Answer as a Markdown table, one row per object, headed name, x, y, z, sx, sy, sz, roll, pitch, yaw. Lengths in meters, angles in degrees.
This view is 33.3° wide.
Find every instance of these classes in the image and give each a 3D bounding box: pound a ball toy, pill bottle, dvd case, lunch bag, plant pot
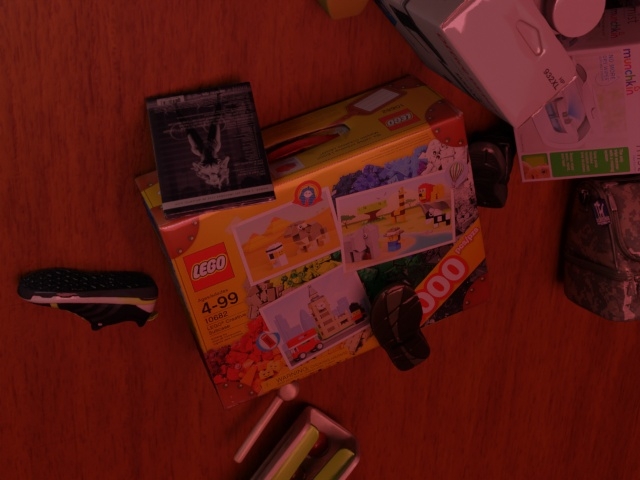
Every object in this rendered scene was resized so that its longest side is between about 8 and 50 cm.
| name | x | y | z | sx | sy | sz | roll | pitch | yaw |
| --- | --- | --- | --- | --- | --- | --- | --- | --- | --- |
| pound a ball toy | -0.073 | 0.415 | 2.012 | 0.208 | 0.136 | 0.319 | 35 | 100 | -7 |
| pill bottle | 0.351 | -0.397 | 1.687 | 0.121 | 0.216 | 0.121 | -10 | 121 | -17 |
| dvd case | -0.167 | -0.138 | 1.605 | 0.164 | 0.221 | 0.018 | -10 | 149 | -6 |
| lunch bag | 0.618 | -0.005 | 2.022 | 0.305 | 0.212 | 0.256 | -8 | 105 | -19 |
| plant pot | 0.032 | -0.389 | 1.645 | 0.081 | 0.081 | 0.083 | -15 | 131 | -15 |

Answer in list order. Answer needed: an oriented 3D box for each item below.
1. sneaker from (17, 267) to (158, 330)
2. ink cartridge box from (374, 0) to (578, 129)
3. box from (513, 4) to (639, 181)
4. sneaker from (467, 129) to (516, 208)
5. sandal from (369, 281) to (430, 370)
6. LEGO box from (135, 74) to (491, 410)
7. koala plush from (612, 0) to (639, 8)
| name | x | y | z | sx | sy | sz | roll | pitch | yaw |
| --- | --- | --- | --- | --- | --- | --- | --- | --- | --- |
| sneaker | -0.373 | 0.108 | 1.732 | 0.234 | 0.084 | 0.097 | 4 | 116 | -24 |
| ink cartridge box | 0.215 | -0.328 | 1.614 | 0.129 | 0.307 | 0.223 | -43 | 123 | 3 |
| box | 0.438 | -0.242 | 1.790 | 0.231 | 0.127 | 0.262 | -2 | 132 | 17 |
| sneaker | 0.285 | -0.150 | 1.828 | 0.227 | 0.087 | 0.130 | 48 | 48 | -65 |
| sandal | 0.128 | 0.135 | 1.746 | 0.090 | 0.060 | 0.219 | -28 | 140 | 0 |
| LEGO box | 0.000 | 0.000 | 1.765 | 0.500 | 0.193 | 0.372 | -22 | 123 | -11 |
| koala plush | 0.514 | -0.462 | 1.746 | 0.221 | 0.196 | 0.203 | 20 | 118 | -34 |
